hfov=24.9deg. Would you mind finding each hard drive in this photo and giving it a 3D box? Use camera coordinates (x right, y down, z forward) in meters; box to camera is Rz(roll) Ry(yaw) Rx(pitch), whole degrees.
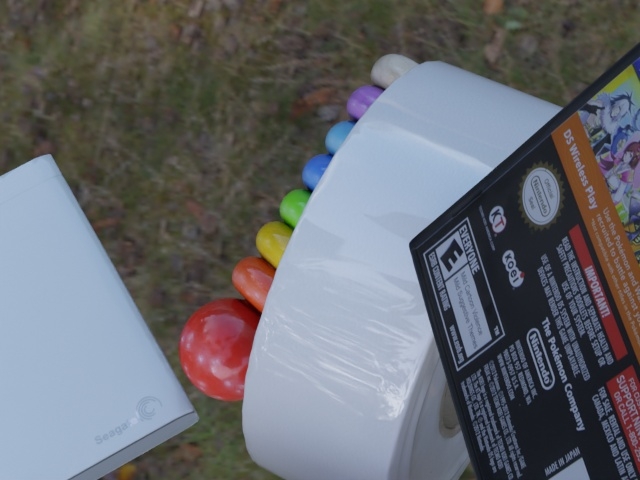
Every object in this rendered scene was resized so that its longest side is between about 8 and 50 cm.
[{"bbox_3d":[-0.274,0.087,1.348,0.203,0.040,0.307,-29,66,-9],"label":"hard drive"}]

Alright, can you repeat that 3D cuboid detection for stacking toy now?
[{"bbox_3d":[0.000,0.000,1.253,0.330,0.141,0.141,-47,61,-2],"label":"stacking toy"}]

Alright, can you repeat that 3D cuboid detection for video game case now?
[{"bbox_3d":[0.158,0.042,0.606,0.248,0.035,0.274,-43,45,33],"label":"video game case"}]

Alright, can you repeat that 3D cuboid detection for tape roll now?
[{"bbox_3d":[0.067,0.036,0.906,0.100,0.286,0.286,23,98,20],"label":"tape roll"}]
